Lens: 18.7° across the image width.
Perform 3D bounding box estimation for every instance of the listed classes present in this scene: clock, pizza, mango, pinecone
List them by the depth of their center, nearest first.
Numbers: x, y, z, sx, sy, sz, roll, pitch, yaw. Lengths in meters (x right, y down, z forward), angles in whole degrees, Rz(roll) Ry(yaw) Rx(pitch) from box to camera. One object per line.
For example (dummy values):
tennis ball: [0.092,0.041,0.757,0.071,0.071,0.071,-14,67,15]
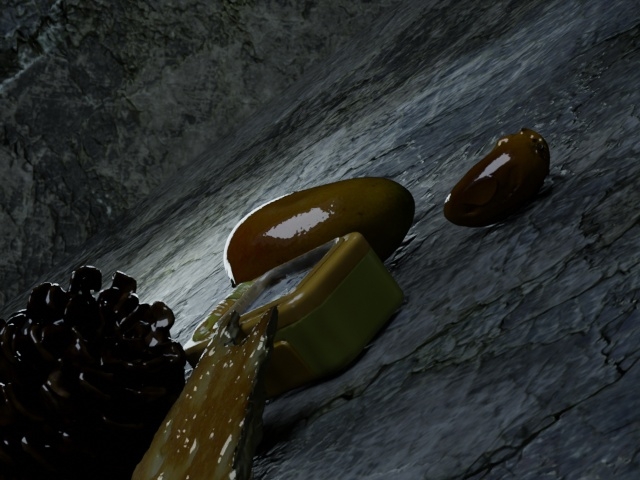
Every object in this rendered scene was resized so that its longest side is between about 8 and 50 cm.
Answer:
pizza: [-0.100,0.166,1.780,0.181,0.034,0.262,-29,33,43]
pinecone: [-0.240,0.157,1.919,0.224,0.224,0.272,-48,-1,-43]
clock: [-0.029,0.081,1.921,0.202,0.096,0.143,-25,14,45]
mango: [0.176,-0.055,1.928,0.127,0.063,0.077,-40,15,11]
mango: [-0.004,0.003,2.088,0.221,0.120,0.151,-21,17,30]
